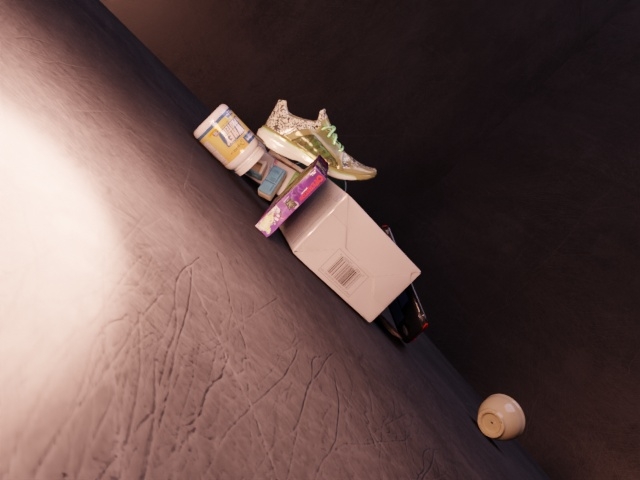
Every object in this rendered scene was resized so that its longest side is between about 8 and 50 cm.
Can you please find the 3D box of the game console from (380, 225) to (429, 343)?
[{"bbox_3d":[0.279,0.172,1.780,0.342,0.060,0.387,83,-12,-69],"label":"game console"}]

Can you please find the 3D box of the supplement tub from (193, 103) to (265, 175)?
[{"bbox_3d":[-0.291,-0.321,1.560,0.199,0.144,0.144,45,4,-19],"label":"supplement tub"}]

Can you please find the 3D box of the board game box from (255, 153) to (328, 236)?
[{"bbox_3d":[-0.066,-0.133,1.311,0.056,0.208,0.347,49,12,-10],"label":"board game box"}]

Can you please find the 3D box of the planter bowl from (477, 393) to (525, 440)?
[{"bbox_3d":[0.631,0.642,1.731,0.109,0.162,0.162,2,37,-45],"label":"planter bowl"}]

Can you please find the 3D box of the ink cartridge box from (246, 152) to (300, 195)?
[{"bbox_3d":[-0.148,-0.234,1.908,0.278,0.117,0.201,33,3,21],"label":"ink cartridge box"}]

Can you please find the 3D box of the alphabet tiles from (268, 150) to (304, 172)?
[{"bbox_3d":[-0.075,-0.270,1.895,0.284,0.021,0.278,34,3,26],"label":"alphabet tiles"}]

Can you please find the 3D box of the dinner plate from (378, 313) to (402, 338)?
[{"bbox_3d":[0.254,0.320,1.821,0.141,0.017,0.141,47,5,-5],"label":"dinner plate"}]

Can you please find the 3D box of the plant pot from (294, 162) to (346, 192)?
[{"bbox_3d":[-0.037,-0.178,2.123,0.293,0.293,0.196,48,-22,27],"label":"plant pot"}]

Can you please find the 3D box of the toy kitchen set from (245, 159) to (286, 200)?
[{"bbox_3d":[-0.239,-0.266,1.703,0.207,0.122,0.166,26,-23,9],"label":"toy kitchen set"}]

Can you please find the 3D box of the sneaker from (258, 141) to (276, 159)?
[{"bbox_3d":[-0.333,-0.402,2.263,0.150,0.135,0.366,27,-2,12],"label":"sneaker"}]

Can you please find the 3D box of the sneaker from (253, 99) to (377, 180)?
[{"bbox_3d":[0.006,-0.313,1.514,0.409,0.182,0.158,21,14,-11],"label":"sneaker"}]

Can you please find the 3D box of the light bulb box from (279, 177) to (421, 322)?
[{"bbox_3d":[0.066,0.002,1.517,0.358,0.225,0.361,44,3,-24],"label":"light bulb box"}]
